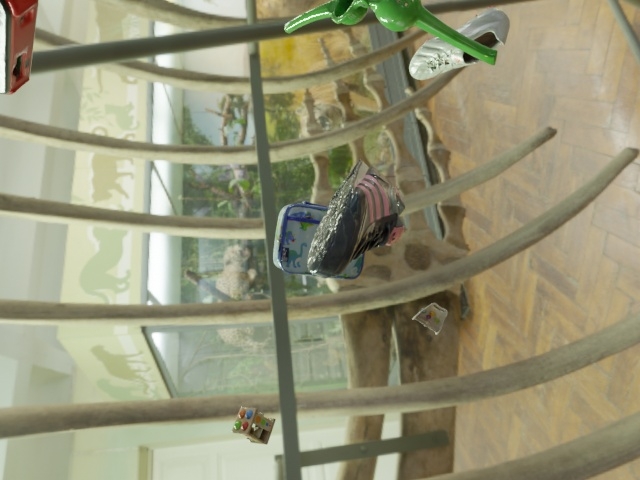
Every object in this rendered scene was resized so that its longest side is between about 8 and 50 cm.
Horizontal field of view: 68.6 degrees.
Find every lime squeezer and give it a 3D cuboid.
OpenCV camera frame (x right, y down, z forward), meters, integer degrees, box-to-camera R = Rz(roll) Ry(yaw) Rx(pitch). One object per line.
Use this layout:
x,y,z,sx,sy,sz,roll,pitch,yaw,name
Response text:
0.071,-0.291,0.602,0.110,0.311,0.058,-7,-67,-66,lime squeezer

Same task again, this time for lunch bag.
0.000,0.000,1.135,0.090,0.219,0.175,-172,91,-72,lunch bag

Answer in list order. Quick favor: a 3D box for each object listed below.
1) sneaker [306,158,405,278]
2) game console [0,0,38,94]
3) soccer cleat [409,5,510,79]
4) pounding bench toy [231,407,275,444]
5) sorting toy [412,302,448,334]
0.075,-0.027,0.738,0.112,0.131,0.319,-52,7,34,sneaker
-0.590,-0.384,0.668,0.387,0.342,0.060,-13,46,55,game console
0.233,-0.329,0.820,0.196,0.068,0.076,-19,53,47,soccer cleat
-0.148,0.376,0.958,0.083,0.065,0.052,-16,42,42,pounding bench toy
0.315,0.209,1.315,0.075,0.083,0.045,-54,4,33,sorting toy
